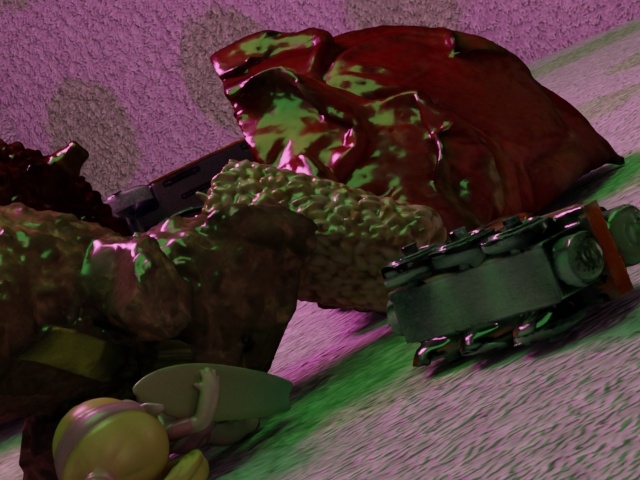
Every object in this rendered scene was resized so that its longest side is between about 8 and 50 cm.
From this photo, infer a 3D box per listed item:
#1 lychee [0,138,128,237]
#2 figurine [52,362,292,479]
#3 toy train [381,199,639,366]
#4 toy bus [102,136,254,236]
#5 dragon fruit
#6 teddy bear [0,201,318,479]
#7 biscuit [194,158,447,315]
[{"bbox_3d":[-0.308,0.033,1.744,0.304,0.276,0.276,-56,2,8],"label":"lychee"},{"bbox_3d":[-0.078,0.112,1.068,0.083,0.083,0.187,-22,-6,32],"label":"figurine"},{"bbox_3d":[0.112,0.016,1.060,0.118,0.074,0.176,-25,2,-36],"label":"toy train"},{"bbox_3d":[-0.075,-0.029,1.982,0.329,0.143,0.153,-26,-4,-1],"label":"toy bus"},{"bbox_3d":[0.062,-0.090,1.472,0.286,0.228,0.329,-22,4,11],"label":"dragon fruit"},{"bbox_3d":[-0.142,0.094,1.158,0.296,0.223,0.246,-78,12,-45],"label":"teddy bear"},{"bbox_3d":[0.000,0.000,1.285,0.169,0.082,0.070,11,51,13],"label":"biscuit"}]
